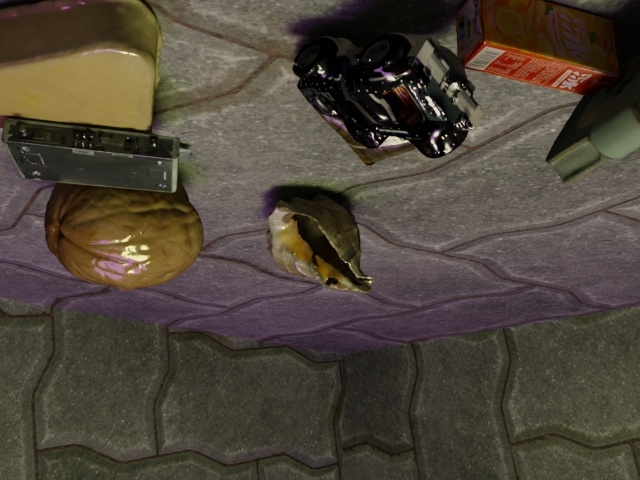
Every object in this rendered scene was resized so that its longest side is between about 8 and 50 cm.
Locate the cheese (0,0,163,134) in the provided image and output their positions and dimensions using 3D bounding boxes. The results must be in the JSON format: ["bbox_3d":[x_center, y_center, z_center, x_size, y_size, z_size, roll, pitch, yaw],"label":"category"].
[{"bbox_3d":[-0.365,-0.249,1.134,0.384,0.104,0.384,0,162,0],"label":"cheese"}]

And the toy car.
[{"bbox_3d":[0.081,-0.222,1.082,0.193,0.118,0.301,39,169,-35],"label":"toy car"}]

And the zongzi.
[{"bbox_3d":[0.109,-0.213,1.285,0.187,0.084,0.184,-18,145,29],"label":"zongzi"}]

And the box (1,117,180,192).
[{"bbox_3d":[-0.372,-0.134,1.254,0.270,0.045,0.211,5,165,-12],"label":"box"}]

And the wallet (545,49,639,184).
[{"bbox_3d":[0.461,-0.216,1.022,0.083,0.252,0.360,40,155,-3],"label":"wallet"}]

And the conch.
[{"bbox_3d":[0.004,-0.009,1.730,0.324,0.186,0.263,20,160,30],"label":"conch"}]

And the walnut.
[{"bbox_3d":[-0.397,-0.032,1.546,0.277,0.251,0.313,8,-171,38],"label":"walnut"}]

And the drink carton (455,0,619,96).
[{"bbox_3d":[0.301,-0.274,1.045,0.223,0.096,0.071,8,161,-19],"label":"drink carton"}]

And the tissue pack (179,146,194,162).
[{"bbox_3d":[-0.355,-0.180,1.468,0.193,0.026,0.123,16,157,-38],"label":"tissue pack"}]
